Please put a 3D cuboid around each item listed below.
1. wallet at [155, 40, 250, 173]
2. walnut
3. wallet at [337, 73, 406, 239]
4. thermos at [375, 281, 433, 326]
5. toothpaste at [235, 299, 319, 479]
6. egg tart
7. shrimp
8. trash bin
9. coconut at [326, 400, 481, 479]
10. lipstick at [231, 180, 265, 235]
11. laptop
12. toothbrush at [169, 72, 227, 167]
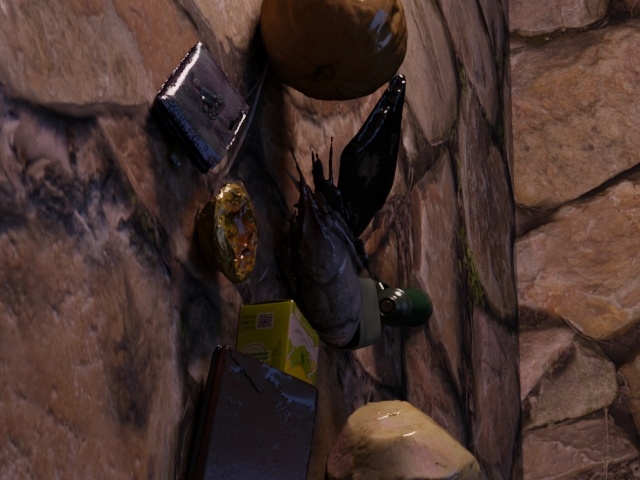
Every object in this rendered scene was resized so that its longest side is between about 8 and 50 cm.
[{"bbox_3d":[-0.144,-0.162,1.623,0.111,0.030,0.166,54,28,-19],"label":"wallet"},{"bbox_3d":[0.021,-0.311,1.927,0.228,0.227,0.228,-6,90,-72],"label":"walnut"},{"bbox_3d":[0.076,-0.106,2.032,0.170,0.044,0.321,-53,168,-22],"label":"wallet"},{"bbox_3d":[0.144,0.114,2.403,0.187,0.073,0.083,10,77,-72],"label":"thermos"},{"bbox_3d":[-0.064,0.239,1.702,0.110,0.077,0.328,60,30,-54],"label":"toothpaste"},{"bbox_3d":[-0.116,-0.011,1.657,0.130,0.052,0.130,-5,90,-71],"label":"egg tart"},{"bbox_3d":[0.005,0.003,1.933,0.145,0.116,0.343,-71,157,-54],"label":"shrimp"},{"bbox_3d":[0.052,0.115,2.137,0.130,0.059,0.116,2,84,-74],"label":"trash bin"},{"bbox_3d":[0.126,0.365,2.033,0.197,0.236,0.237,-46,128,-61],"label":"coconut"},{"bbox_3d":[-0.096,-0.042,1.786,0.094,0.019,0.019,65,26,-46],"label":"lipstick"},{"bbox_3d":[-0.079,0.242,1.591,0.153,0.026,0.207,27,54,-26],"label":"laptop"},{"bbox_3d":[-0.150,-0.152,1.658,0.019,0.016,0.219,64,26,-27],"label":"toothbrush"}]
